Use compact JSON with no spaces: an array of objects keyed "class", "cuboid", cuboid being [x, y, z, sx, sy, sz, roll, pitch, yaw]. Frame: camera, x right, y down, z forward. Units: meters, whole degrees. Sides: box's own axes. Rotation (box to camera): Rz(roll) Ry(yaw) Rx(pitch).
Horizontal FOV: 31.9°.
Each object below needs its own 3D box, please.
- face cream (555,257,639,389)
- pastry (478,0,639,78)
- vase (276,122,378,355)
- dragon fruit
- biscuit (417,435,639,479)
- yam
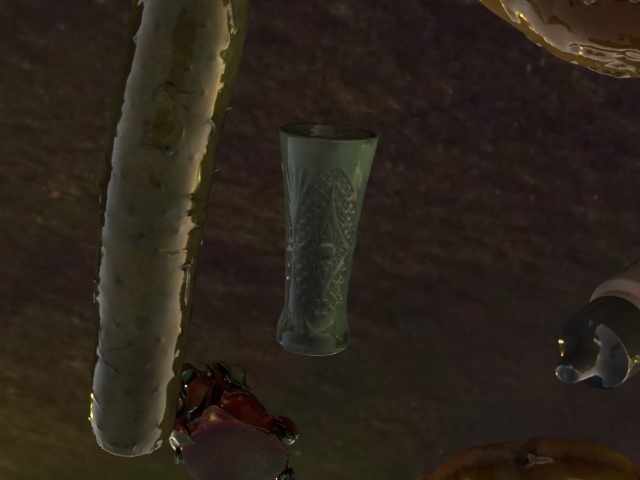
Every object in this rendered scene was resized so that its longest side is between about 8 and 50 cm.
[{"class":"face cream","cuboid":[0.312,0.056,1.022,0.092,0.311,0.092,28,131,37]},{"class":"pastry","cuboid":[0.304,-0.347,1.024,0.409,0.409,0.245,11,162,14]},{"class":"vase","cuboid":[0.000,0.000,1.101,0.096,0.219,0.096,4,-166,-1]},{"class":"dragon fruit","cuboid":[-0.102,0.201,1.238,0.138,0.175,0.142,-26,153,6]},{"class":"biscuit","cuboid":[0.246,0.443,1.262,0.446,0.429,0.104,51,180,-2]},{"class":"yam","cuboid":[-0.111,-0.009,0.747,0.083,0.083,0.371,15,121,2]}]
